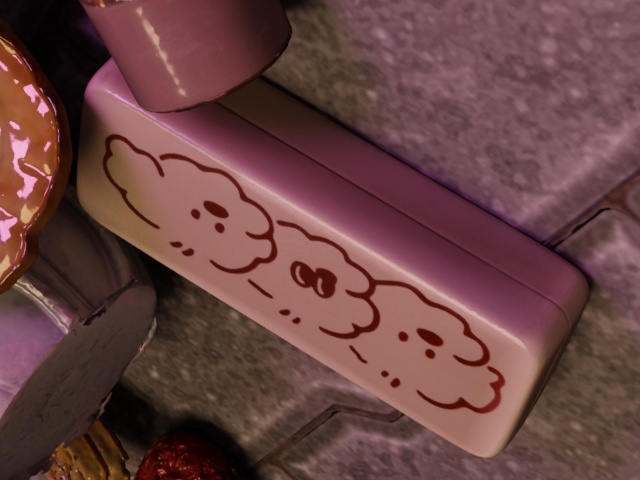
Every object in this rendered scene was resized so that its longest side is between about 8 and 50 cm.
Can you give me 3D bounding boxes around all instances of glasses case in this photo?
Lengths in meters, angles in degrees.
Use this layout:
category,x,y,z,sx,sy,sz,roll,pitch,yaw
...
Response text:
category,x,y,z,sx,sy,sz,roll,pitch,yaw
glasses case,0.000,0.000,1.170,0.336,0.076,0.144,31,145,13

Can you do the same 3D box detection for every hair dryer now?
category,x,y,z,sx,sy,sz,roll,pitch,yaw
hair dryer,-0.181,-0.186,1.125,0.344,0.107,0.189,7,134,46

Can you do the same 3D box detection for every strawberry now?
category,x,y,z,sx,sy,sz,roll,pitch,yaw
strawberry,-0.111,0.206,1.485,0.106,0.106,0.106,24,142,21

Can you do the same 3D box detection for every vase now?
category,x,y,z,sx,sy,sz,roll,pitch,yaw
vase,-0.338,-0.028,1.324,0.445,0.250,0.250,38,145,11

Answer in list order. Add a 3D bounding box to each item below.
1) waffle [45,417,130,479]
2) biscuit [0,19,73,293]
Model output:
category,x,y,z,sx,sy,sz,roll,pitch,yaw
waffle,-0.212,0.162,1.529,0.148,0.042,0.102,52,151,25
biscuit,-0.264,-0.077,1.168,0.203,0.041,0.260,-44,75,22
